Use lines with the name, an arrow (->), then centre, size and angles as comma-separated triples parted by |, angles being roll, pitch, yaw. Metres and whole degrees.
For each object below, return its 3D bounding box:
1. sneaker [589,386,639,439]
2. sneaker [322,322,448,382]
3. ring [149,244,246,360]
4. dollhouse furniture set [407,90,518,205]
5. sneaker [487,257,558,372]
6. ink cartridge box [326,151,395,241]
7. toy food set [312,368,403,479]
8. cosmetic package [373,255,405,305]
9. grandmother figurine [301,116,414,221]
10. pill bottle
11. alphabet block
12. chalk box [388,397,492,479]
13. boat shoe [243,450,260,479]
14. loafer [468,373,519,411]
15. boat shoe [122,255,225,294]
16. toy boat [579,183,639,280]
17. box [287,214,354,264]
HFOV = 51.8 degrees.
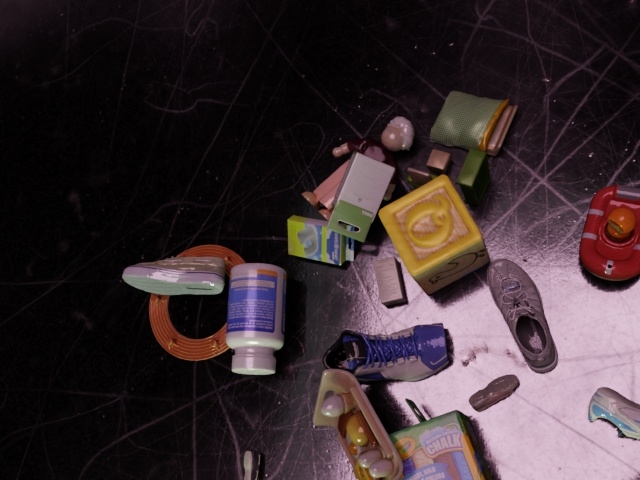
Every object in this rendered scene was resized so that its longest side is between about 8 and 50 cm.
sneaker -> 0.686, 0.391, 1.386 | 0.237, 0.085, 0.086 | 23, 108, 22
sneaker -> 0.141, 0.274, 1.563 | 0.316, 0.182, 0.127 | -15, 69, 15
ring -> -0.342, 0.169, 1.862 | 0.337, 0.032, 0.336 | -6, 71, 19
dollhouse furniture set -> 0.358, -0.268, 1.681 | 0.198, 0.151, 0.301 | 20, 80, 25
sneaker -> 0.469, 0.159, 1.516 | 0.105, 0.115, 0.281 | -27, 65, 10
ink cartridge box -> 0.099, -0.113, 1.701 | 0.109, 0.062, 0.209 | 21, 94, -10
toy food set -> 0.068, 0.466, 1.470 | 0.093, 0.219, 0.306 | -10, 44, -22
cosmetic package -> 0.176, 0.104, 1.685 | 0.060, 0.041, 0.115 | -14, 68, 16
grandmother figurine -> 0.123, -0.193, 1.773 | 0.208, 0.104, 0.342 | 45, 93, 3
pill bottle -> -0.168, 0.206, 1.717 | 0.153, 0.152, 0.271 | -4, 71, 19
alphabet block -> 0.279, -0.010, 1.598 | 0.192, 0.197, 0.193 | -31, 65, 9
chalk box -> 0.262, 0.482, 1.450 | 0.179, 0.180, 0.288 | -23, 67, 12
boat shoe -> -0.171, 0.592, 1.652 | 0.046, 0.038, 0.125 | -33, 53, 57
loafer -> 0.403, 0.353, 1.524 | 0.125, 0.039, 0.045 | -31, 32, 5
boat shoe -> -0.404, 0.093, 1.849 | 0.303, 0.109, 0.094 | 4, 58, 12
toy boat -> 0.673, -0.027, 1.483 | 0.151, 0.151, 0.231 | 14, 78, 24
box -> 0.000, 0.000, 1.755 | 0.178, 0.042, 0.108 | 11, 117, 23
